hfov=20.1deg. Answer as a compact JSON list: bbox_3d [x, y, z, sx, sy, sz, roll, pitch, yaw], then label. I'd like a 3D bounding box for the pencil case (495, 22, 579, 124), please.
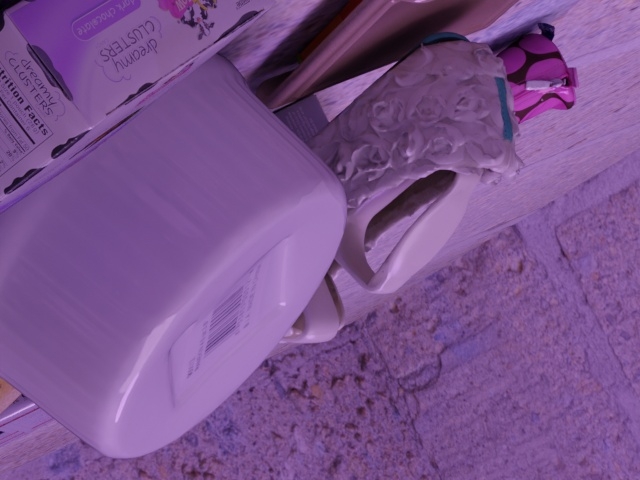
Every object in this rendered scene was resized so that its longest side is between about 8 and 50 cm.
[{"bbox_3d":[0.140,-0.125,1.715,0.209,0.095,0.098,-27,-151,-11],"label":"pencil case"}]

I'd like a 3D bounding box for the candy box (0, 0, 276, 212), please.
[{"bbox_3d":[-0.142,-0.075,0.933,0.196,0.070,0.165,-32,-174,42],"label":"candy box"}]

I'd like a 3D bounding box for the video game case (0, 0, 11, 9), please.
[{"bbox_3d":[-0.254,-0.075,0.777,0.232,0.042,0.210,-31,174,32],"label":"video game case"}]

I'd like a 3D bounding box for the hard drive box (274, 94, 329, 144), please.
[{"bbox_3d":[-0.085,-0.026,1.606,0.232,0.089,0.181,-26,173,-1],"label":"hard drive box"}]

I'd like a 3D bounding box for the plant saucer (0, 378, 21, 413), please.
[{"bbox_3d":[-0.302,0.111,1.437,0.333,0.081,0.333,-32,-171,39],"label":"plant saucer"}]

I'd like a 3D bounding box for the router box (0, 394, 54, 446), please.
[{"bbox_3d":[-0.344,0.169,2.145,0.335,0.082,0.301,-26,174,-5],"label":"router box"}]

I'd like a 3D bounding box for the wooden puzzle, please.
[{"bbox_3d":[0.083,-0.177,1.322,0.221,0.044,0.238,-23,177,-30],"label":"wooden puzzle"}]

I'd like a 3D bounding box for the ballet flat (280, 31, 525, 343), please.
[{"bbox_3d":[0.000,0.000,1.402,0.409,0.147,0.147,-41,166,35],"label":"ballet flat"}]

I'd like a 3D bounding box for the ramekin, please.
[{"bbox_3d":[-0.106,0.019,1.242,0.277,0.135,0.277,-46,164,-17],"label":"ramekin"}]
